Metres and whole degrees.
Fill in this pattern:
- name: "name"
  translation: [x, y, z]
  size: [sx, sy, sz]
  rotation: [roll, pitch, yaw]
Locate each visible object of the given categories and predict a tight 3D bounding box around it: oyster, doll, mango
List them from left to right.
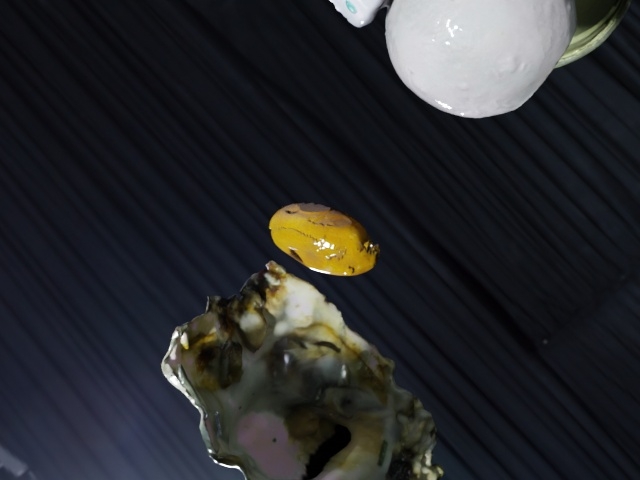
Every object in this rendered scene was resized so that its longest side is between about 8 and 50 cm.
- name: "oyster"
  translation: [-0.017, 0.179, 0.902]
  size: [0.107, 0.354, 0.201]
  rotation: [-19, -147, 53]
- name: "mango"
  translation: [0.000, 0.000, 0.919]
  size: [0.063, 0.127, 0.077]
  rotation: [-59, 158, -29]
- name: "doll"
  translation: [0.050, -0.209, 0.654]
  size: [0.151, 0.287, 0.151]
  rotation: [-54, -169, 15]

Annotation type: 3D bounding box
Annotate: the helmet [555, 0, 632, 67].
- name: "helmet"
  translation: [0.242, -0.319, 0.925]
  size: [0.137, 0.204, 0.257]
  rotation: [75, 37, -71]
